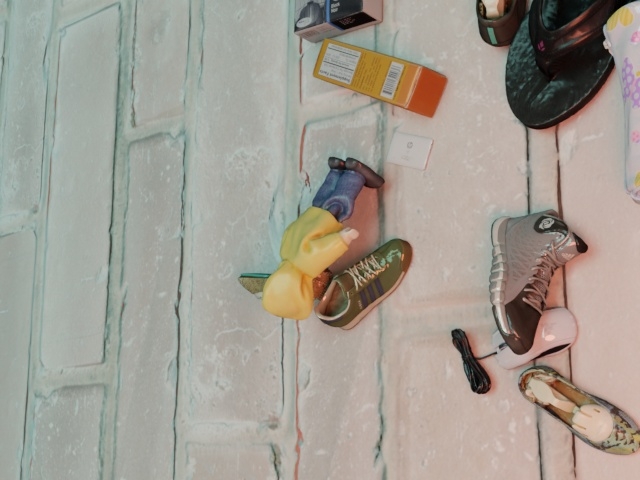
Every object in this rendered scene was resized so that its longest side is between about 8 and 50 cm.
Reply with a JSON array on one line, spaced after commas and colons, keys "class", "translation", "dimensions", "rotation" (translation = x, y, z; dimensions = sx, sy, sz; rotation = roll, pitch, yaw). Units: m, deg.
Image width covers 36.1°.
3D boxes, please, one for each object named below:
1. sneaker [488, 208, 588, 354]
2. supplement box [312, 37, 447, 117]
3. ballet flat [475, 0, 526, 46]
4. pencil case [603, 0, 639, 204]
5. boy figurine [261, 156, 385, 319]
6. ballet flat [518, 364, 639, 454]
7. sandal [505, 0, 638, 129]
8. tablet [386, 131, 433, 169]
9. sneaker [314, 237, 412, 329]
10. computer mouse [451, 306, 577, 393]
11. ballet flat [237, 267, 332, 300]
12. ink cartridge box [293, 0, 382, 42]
[{"class": "sneaker", "translation": [0.309, 0.044, 1.371], "dimensions": [0.132, 0.086, 0.229], "rotation": [-19, 49, 28]}, {"class": "supplement box", "translation": [0.096, -0.278, 1.660], "dimensions": [0.233, 0.078, 0.080], "rotation": [29, 102, 41]}, {"class": "ballet flat", "translation": [0.284, -0.442, 1.521], "dimensions": [0.095, 0.096, 0.281], "rotation": [-3, 78, 27]}, {"class": "pencil case", "translation": [0.452, -0.185, 1.301], "dimensions": [0.124, 0.113, 0.273], "rotation": [-6, 76, 9]}, {"class": "boy figurine", "translation": [0.000, 0.000, 1.607], "dimensions": [0.177, 0.092, 0.285], "rotation": [7, 68, 58]}, {"class": "ballet flat", "translation": [0.344, 0.232, 1.335], "dimensions": [0.188, 0.070, 0.070], "rotation": [29, 99, 41]}, {"class": "sandal", "translation": [0.388, -0.373, 1.408], "dimensions": [0.167, 0.107, 0.446], "rotation": [41, 107, 39]}, {"class": "tablet", "translation": [0.148, -0.149, 1.632], "dimensions": [0.083, 0.006, 0.054], "rotation": [17, 91, 41]}, {"class": "sneaker", "translation": [0.064, 0.071, 1.598], "dimensions": [0.192, 0.086, 0.064], "rotation": [-50, 53, 20]}, {"class": "computer mouse", "translation": [0.279, 0.147, 1.425], "dimensions": [0.193, 0.042, 0.106], "rotation": [-30, 61, 32]}, {"class": "ballet flat", "translation": [-0.067, 0.085, 1.721], "dimensions": [0.206, 0.073, 0.067], "rotation": [-7, 84, 42]}, {"class": "ink cartridge box", "translation": [0.034, -0.539, 1.784], "dimensions": [0.165, 0.065, 0.333], "rotation": [-9, 73, 40]}]
